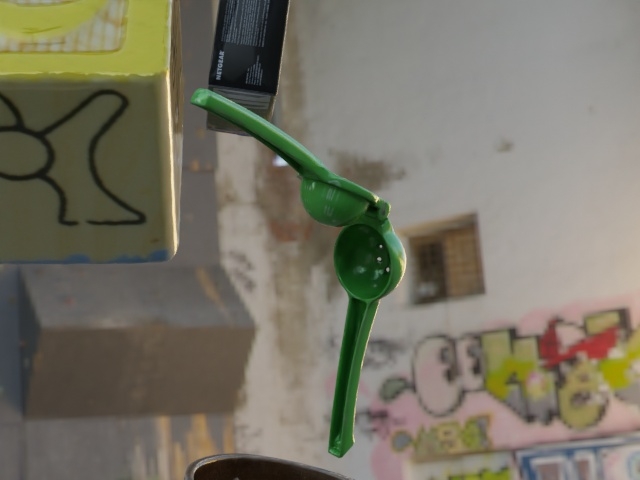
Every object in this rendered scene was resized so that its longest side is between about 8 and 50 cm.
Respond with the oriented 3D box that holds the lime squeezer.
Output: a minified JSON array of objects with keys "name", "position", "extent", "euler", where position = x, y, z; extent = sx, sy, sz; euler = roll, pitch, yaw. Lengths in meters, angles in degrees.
[{"name":"lime squeezer","position":[0.000,0.000,0.950],"extent":[0.110,0.310,0.059],"euler":[-32,38,-16]}]

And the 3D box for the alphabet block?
[{"name":"alphabet block","position":[-0.197,-0.114,1.029],"extent":[0.192,0.193,0.197],"euler":[-1,-39,-5]}]

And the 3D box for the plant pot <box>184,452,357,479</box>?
[{"name":"plant pot","position":[-0.022,0.236,0.846],"extent":[0.167,0.165,0.167],"euler":[16,7,-2]}]

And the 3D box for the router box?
[{"name":"router box","position":[-0.075,-0.295,1.663],"extent":[0.081,0.308,0.243],"euler":[8,-9,-4]}]
